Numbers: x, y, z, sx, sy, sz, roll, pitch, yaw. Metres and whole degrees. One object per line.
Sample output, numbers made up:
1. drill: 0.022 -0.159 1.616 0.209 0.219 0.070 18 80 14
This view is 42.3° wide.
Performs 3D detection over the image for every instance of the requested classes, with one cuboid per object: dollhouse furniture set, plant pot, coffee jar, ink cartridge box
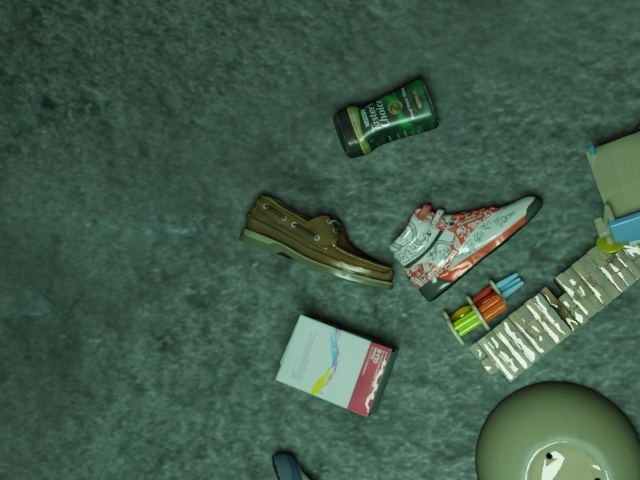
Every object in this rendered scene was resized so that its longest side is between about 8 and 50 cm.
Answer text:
1. dollhouse furniture set: 0.586 -0.109 1.379 0.303 0.198 0.286 -21 45 17
2. plant pot: 0.394 0.378 1.345 0.284 0.191 0.284 -1 84 12
3. coffee jar: 0.119 -0.223 1.530 0.184 0.079 0.096 -21 80 10
4. ink cartridge box: 0.032 0.219 1.472 0.176 0.128 0.127 19 88 13

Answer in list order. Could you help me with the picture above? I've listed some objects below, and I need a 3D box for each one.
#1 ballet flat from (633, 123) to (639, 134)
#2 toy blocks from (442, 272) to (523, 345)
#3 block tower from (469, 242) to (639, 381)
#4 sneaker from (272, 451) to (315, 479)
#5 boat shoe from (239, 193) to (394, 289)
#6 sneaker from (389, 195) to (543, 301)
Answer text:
1. ballet flat: 0.584 -0.156 1.442 0.041 0.041 0.114 -30 79 7
2. toy blocks: 0.289 0.112 1.433 0.148 0.123 0.054 -35 95 7
3. block tower: 0.416 0.113 1.422 0.335 0.097 0.091 -40 77 7
4. sneaker: 0.030 0.501 1.466 0.131 0.112 0.319 -29 81 -10
5. boat shoe: 0.000 0.000 1.514 0.307 0.111 0.104 20 89 13
6. sneaker: 0.251 -0.027 1.473 0.270 0.090 0.145 -40 80 8
